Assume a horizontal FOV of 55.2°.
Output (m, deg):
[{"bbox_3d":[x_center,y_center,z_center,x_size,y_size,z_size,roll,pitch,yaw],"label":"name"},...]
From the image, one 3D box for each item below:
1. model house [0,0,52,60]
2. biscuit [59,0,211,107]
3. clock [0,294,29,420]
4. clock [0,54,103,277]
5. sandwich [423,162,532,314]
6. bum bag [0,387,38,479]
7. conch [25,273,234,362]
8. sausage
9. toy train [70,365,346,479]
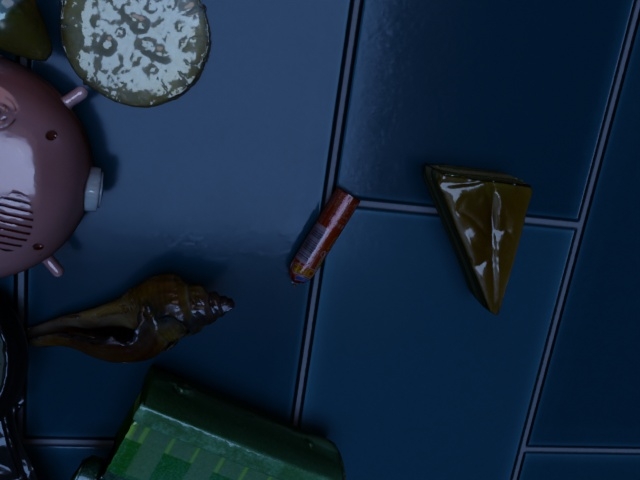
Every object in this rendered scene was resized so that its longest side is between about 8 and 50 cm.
[{"bbox_3d":[-0.359,-0.227,0.482,0.291,0.253,0.184,39,100,-29],"label":"model house"},{"bbox_3d":[-0.187,-0.209,0.622,0.152,0.020,0.151,-3,107,-9],"label":"biscuit"},{"bbox_3d":[-0.404,0.126,0.639,0.185,0.040,0.184,0,87,1],"label":"clock"},{"bbox_3d":[-0.333,-0.066,0.579,0.242,0.142,0.227,10,105,-17],"label":"clock"},{"bbox_3d":[0.164,-0.002,0.720,0.114,0.079,0.163,7,107,-10],"label":"sandwich"},{"bbox_3d":[-0.383,0.237,0.689,0.123,0.060,0.248,-13,94,3],"label":"bum bag"},{"bbox_3d":[-0.208,0.096,0.680,0.233,0.086,0.080,-26,128,3],"label":"conch"},{"bbox_3d":[0.000,0.000,0.713,0.034,0.034,0.129,28,99,-17],"label":"sausage"},{"bbox_3d":[-0.131,0.289,0.733,0.301,0.120,0.202,28,96,-17],"label":"toy train"}]
